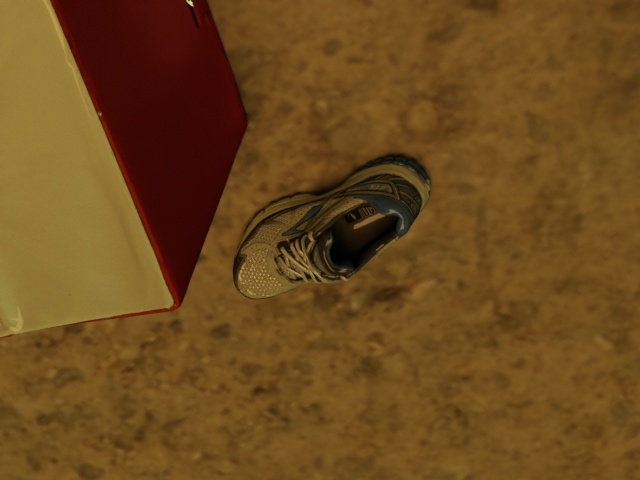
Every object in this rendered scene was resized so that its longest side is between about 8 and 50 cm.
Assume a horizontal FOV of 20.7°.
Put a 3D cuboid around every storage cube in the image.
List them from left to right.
[{"bbox_3d":[-0.163,-0.072,0.906,0.184,0.193,0.215,-11,119,15],"label":"storage cube"}]

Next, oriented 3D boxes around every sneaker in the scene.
[{"bbox_3d":[0.000,0.000,1.005,0.135,0.058,0.052,-31,112,26],"label":"sneaker"}]
